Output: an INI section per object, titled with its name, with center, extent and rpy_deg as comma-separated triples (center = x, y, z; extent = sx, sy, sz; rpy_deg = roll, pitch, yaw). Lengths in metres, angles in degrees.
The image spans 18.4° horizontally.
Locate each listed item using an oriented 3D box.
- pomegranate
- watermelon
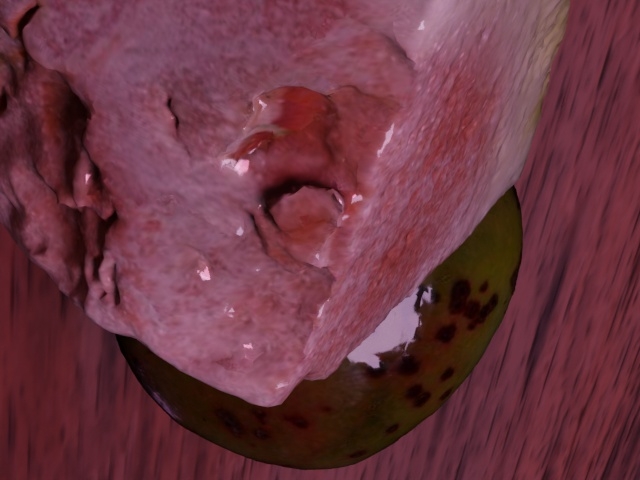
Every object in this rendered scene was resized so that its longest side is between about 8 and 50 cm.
[pomegranate]
center = 0.000, 0.000, 0.935
extent = 0.202, 0.202, 0.248
rpy_deg = -47, 177, 9
[watermelon]
center = -0.032, -0.091, 0.580
extent = 0.231, 0.193, 0.310
rpy_deg = -54, 164, -16
